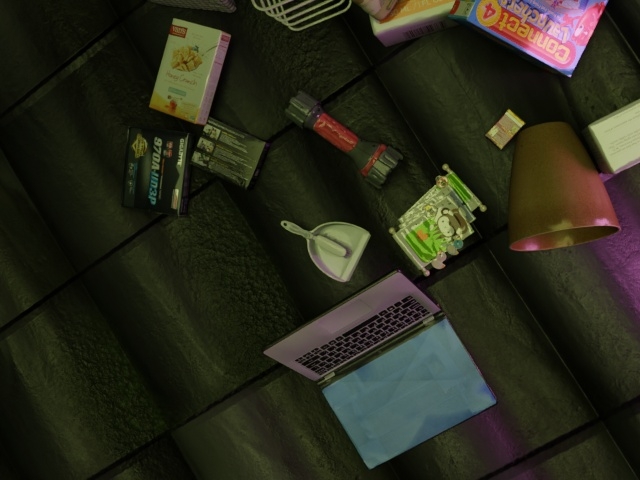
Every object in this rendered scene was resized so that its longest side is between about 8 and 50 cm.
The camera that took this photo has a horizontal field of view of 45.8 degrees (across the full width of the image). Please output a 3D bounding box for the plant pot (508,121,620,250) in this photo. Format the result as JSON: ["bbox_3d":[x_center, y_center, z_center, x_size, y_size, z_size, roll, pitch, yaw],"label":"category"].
[{"bbox_3d":[0.520,-0.125,1.681,0.237,0.237,0.254,-9,78,15],"label":"plant pot"}]

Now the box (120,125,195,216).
[{"bbox_3d":[-0.430,-0.183,1.997,0.175,0.051,0.220,9,96,14],"label":"box"}]

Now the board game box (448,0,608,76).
[{"bbox_3d":[0.475,-0.555,1.630,0.308,0.086,0.302,19,101,-25],"label":"board game box"}]

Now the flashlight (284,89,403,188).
[{"bbox_3d":[0.053,-0.250,1.834,0.304,0.103,0.103,37,136,5],"label":"flashlight"}]

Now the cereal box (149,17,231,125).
[{"bbox_3d":[-0.335,-0.432,1.934,0.173,0.047,0.240,22,100,30],"label":"cereal box"}]

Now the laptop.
[{"bbox_3d":[0.146,0.321,1.798,0.382,0.408,0.236,-32,52,14],"label":"laptop"}]

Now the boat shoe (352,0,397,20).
[{"bbox_3d":[0.189,-0.614,1.619,0.098,0.109,0.302,31,104,-30],"label":"boat shoe"}]

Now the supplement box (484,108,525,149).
[{"bbox_3d":[0.432,-0.258,1.770,0.055,0.043,0.083,44,102,7],"label":"supplement box"}]

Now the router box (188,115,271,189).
[{"bbox_3d":[-0.234,-0.225,1.945,0.179,0.046,0.133,26,100,11],"label":"router box"}]

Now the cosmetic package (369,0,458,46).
[{"bbox_3d":[0.190,-0.707,1.739,0.230,0.161,0.453,-14,90,15],"label":"cosmetic package"}]

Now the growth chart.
[{"bbox_3d":[0.286,-0.043,1.837,0.172,0.021,0.237,43,104,7],"label":"growth chart"}]

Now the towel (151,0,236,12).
[{"bbox_3d":[-0.358,-0.663,1.850,0.283,0.235,0.121,10,91,14],"label":"towel"}]

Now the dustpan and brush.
[{"bbox_3d":[0.000,0.000,1.894,0.211,0.060,0.147,27,100,11],"label":"dustpan and brush"}]

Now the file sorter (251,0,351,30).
[{"bbox_3d":[-0.054,-0.611,1.751,0.192,0.277,0.173,-18,91,15],"label":"file sorter"}]

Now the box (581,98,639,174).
[{"bbox_3d":[0.678,-0.233,1.636,0.182,0.181,0.119,-27,88,15],"label":"box"}]
